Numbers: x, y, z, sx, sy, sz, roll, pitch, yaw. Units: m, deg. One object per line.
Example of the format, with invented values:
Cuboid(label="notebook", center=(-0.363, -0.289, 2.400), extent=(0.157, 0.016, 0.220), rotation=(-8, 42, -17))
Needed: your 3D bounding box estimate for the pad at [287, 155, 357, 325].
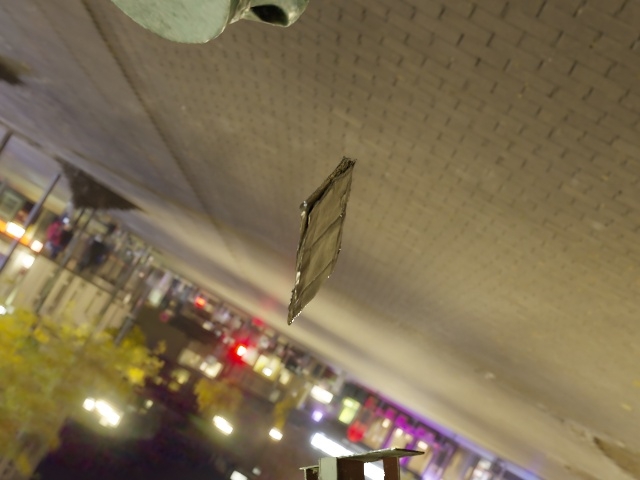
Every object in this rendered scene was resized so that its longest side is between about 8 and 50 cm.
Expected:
Cuboid(label="pad", center=(0.001, 0.000, 1.538), extent=(0.022, 0.174, 0.233), rotation=(21, 127, 16))

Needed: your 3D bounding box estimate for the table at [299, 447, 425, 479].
Cuboid(label="table", center=(0.032, 0.304, 1.059), extent=(0.175, 0.146, 0.062), rotation=(-19, 154, 38))

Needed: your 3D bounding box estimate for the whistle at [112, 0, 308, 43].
Cuboid(label="whistle", center=(-0.171, -0.387, 1.049), extent=(0.188, 0.168, 0.404), rotation=(2, 139, 39))
